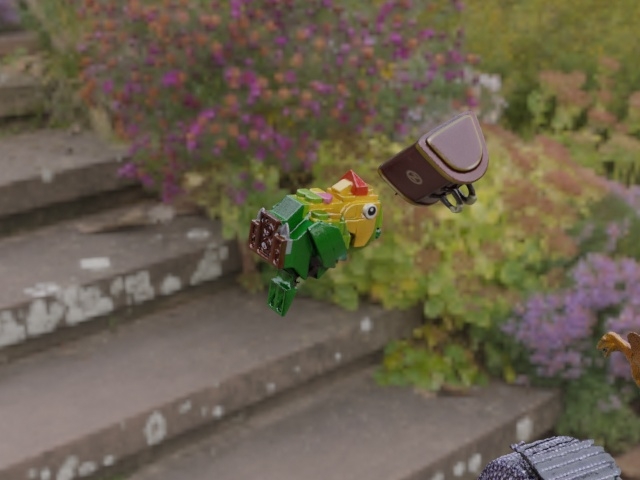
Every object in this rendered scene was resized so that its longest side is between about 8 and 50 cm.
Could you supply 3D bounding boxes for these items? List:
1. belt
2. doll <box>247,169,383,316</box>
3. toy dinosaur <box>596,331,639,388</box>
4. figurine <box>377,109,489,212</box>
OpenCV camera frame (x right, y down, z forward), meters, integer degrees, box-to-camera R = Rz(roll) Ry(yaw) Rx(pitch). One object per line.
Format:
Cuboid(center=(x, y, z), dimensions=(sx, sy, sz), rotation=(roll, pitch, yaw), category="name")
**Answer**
Cuboid(center=(0.260, 0.354, 1.385), dimensions=(0.122, 0.324, 0.260), rotation=(-18, 61, -17), category="belt")
Cuboid(center=(-0.002, -0.007, 1.647), dimensions=(0.186, 0.134, 0.106), rotation=(-33, 34, -20), category="doll")
Cuboid(center=(0.442, 0.161, 1.672), dimensions=(0.057, 0.142, 0.212), rotation=(-32, -11, -18), category="toy dinosaur")
Cuboid(center=(0.135, -0.074, 1.453), dimensions=(0.082, 0.098, 0.154), rotation=(-35, 0, -24), category="figurine")
